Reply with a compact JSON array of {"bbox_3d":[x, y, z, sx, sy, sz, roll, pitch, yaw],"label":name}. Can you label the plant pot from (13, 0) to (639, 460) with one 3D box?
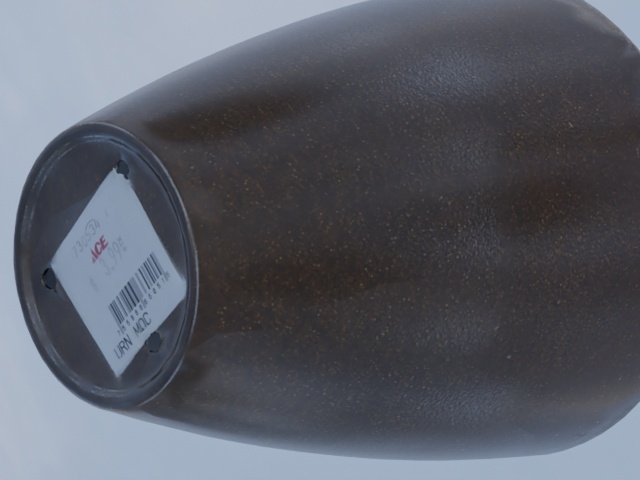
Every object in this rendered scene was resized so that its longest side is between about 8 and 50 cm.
[{"bbox_3d":[0.000,0.000,0.804,0.215,0.230,0.215,7,100,43],"label":"plant pot"}]
